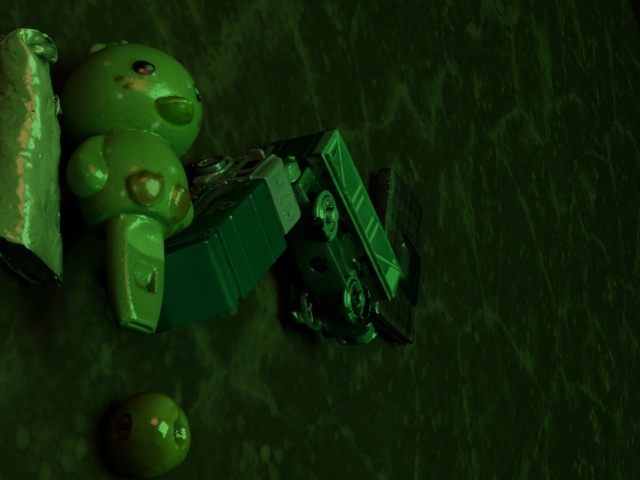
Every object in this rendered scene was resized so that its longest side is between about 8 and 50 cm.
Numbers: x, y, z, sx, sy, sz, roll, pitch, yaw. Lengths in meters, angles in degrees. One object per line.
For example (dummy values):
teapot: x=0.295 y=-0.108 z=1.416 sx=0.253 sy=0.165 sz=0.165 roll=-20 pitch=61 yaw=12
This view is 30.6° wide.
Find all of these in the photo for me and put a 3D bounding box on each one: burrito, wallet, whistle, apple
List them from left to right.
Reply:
burrito: x=-0.257 y=-0.074 z=1.005 sx=0.087 sy=0.060 sz=0.226 roll=19 pitch=66 yaw=-59
whistle: x=-0.158 y=-0.067 z=1.050 sx=0.141 sy=0.141 sz=0.294 roll=37 pitch=27 yaw=-52
apple: x=-0.159 y=0.183 z=1.093 sx=0.084 sy=0.071 sz=0.084 roll=25 pitch=61 yaw=-57
wallet: x=0.105 y=0.023 z=1.654 sx=0.124 sy=0.042 sz=0.230 roll=40 pitch=46 yaw=-47

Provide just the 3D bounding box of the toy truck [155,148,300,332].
toy truck: x=-0.110 y=-0.003 z=1.193 sx=0.253 sy=0.124 sz=0.114 roll=-50 pitch=127 yaw=-52

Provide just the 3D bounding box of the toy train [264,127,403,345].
toy train: x=0.000 y=0.000 z=1.404 sx=0.154 sy=0.115 sz=0.269 roll=-72 pitch=142 yaw=-54
